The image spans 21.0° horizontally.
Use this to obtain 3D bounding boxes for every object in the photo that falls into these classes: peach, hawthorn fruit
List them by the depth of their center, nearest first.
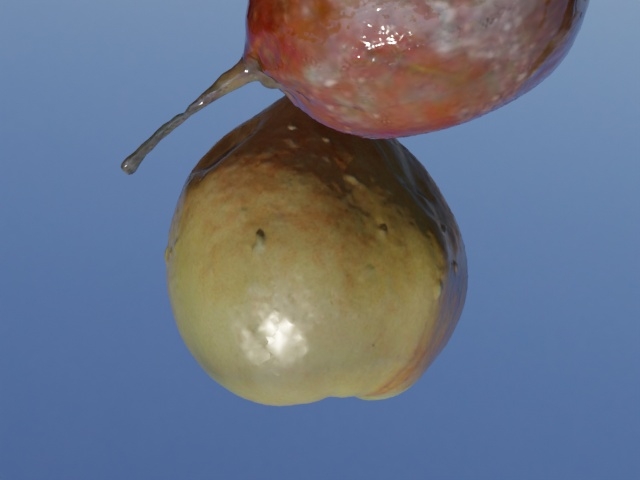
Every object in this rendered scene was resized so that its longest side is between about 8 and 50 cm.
[{"bbox_3d":[0.002,-0.046,0.341,0.103,0.067,0.067,-23,-162,2],"label":"hawthorn fruit"},{"bbox_3d":[0.000,0.000,1.187,0.232,0.232,0.232,8,-164,-2],"label":"peach"}]
